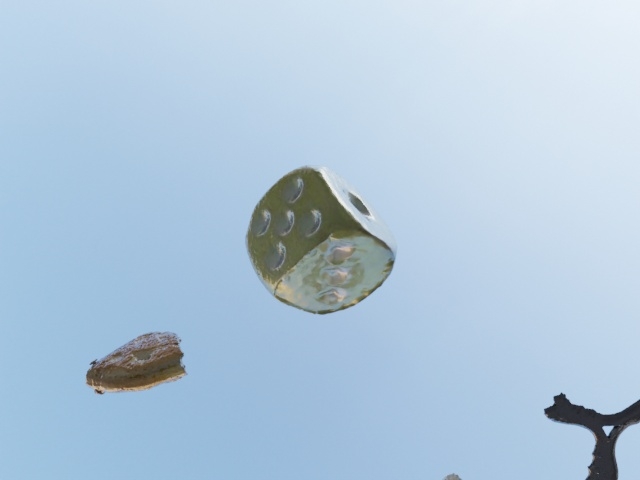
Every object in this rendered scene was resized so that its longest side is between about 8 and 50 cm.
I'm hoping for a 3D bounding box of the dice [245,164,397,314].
[{"bbox_3d":[0.000,0.000,0.937,0.233,0.238,0.227,-42,-133,18],"label":"dice"}]

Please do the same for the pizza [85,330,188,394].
[{"bbox_3d":[-0.323,0.216,0.805,0.182,0.161,0.063,-17,-65,-4],"label":"pizza"}]

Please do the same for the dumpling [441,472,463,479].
[{"bbox_3d":[0.283,0.676,1.015,0.243,0.226,0.175,-55,-133,27],"label":"dumpling"}]

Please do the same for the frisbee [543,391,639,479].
[{"bbox_3d":[0.394,0.266,0.624,0.187,0.012,0.211,21,-75,-10],"label":"frisbee"}]
